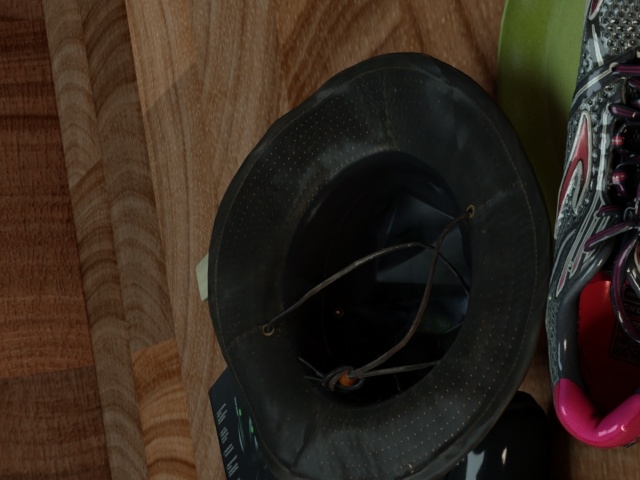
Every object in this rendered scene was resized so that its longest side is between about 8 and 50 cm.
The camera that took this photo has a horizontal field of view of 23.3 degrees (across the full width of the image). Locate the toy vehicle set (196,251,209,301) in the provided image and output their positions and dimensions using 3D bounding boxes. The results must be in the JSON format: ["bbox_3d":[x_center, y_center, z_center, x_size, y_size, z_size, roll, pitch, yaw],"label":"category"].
[{"bbox_3d":[0.000,0.000,1.370,0.267,0.166,0.035,139,122,-68],"label":"toy vehicle set"}]

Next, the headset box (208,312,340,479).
[{"bbox_3d":[-0.004,0.221,1.513,0.246,0.131,0.283,126,133,-64],"label":"headset box"}]

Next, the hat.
[{"bbox_3d":[0.069,0.033,1.139,0.331,0.134,0.331,-15,68,41],"label":"hat"}]

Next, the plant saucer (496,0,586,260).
[{"bbox_3d":[0.185,-0.091,1.008,0.241,0.037,0.241,173,90,-71],"label":"plant saucer"}]

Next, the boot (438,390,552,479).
[{"bbox_3d":[0.156,0.262,1.139,0.207,0.094,0.246,51,136,45],"label":"boot"}]

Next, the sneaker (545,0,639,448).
[{"bbox_3d":[0.187,-0.027,0.851,0.121,0.112,0.299,9,110,27],"label":"sneaker"}]
